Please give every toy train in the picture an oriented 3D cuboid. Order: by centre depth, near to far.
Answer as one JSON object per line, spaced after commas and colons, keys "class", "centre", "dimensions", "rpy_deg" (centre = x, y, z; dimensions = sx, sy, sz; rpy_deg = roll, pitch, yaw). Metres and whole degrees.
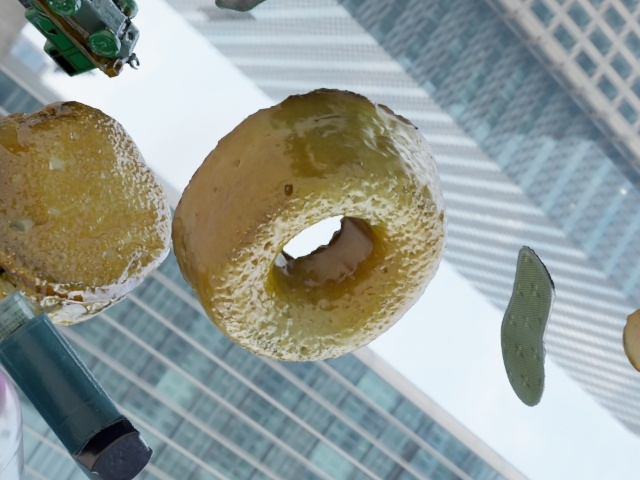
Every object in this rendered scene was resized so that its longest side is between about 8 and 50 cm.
{"class": "toy train", "centre": [-0.332, -0.302, 1.651], "dimensions": [0.136, 0.227, 0.091], "rpy_deg": [-16, -137, 36]}

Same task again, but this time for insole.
{"class": "insole", "centre": [0.266, 0.119, 1.593], "dimensions": [0.007, 0.322, 0.109], "rpy_deg": [-24, -124, -14]}

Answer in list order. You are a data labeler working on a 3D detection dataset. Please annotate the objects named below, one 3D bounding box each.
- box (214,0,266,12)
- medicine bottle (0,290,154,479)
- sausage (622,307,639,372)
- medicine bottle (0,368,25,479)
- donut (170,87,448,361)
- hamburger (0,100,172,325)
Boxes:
{"class": "box", "centre": [0.047, -0.332, 0.981], "dimensions": [0.337, 0.106, 0.264], "rpy_deg": [-27, -151, 10]}
{"class": "medicine bottle", "centre": [-0.307, 0.178, 1.469], "dimensions": [0.079, 0.258, 0.124], "rpy_deg": [-38, -173, -16]}
{"class": "sausage", "centre": [0.419, 0.095, 1.296], "dimensions": [0.071, 0.234, 0.071], "rpy_deg": [6, -83, 54]}
{"class": "medicine bottle", "centre": [-0.430, 0.289, 1.253], "dimensions": [0.256, 0.256, 0.324], "rpy_deg": [-116, -152, -57]}
{"class": "donut", "centre": [-0.001, 0.002, 1.177], "dimensions": [0.277, 0.277, 0.108], "rpy_deg": [-41, -142, 14]}
{"class": "hamburger", "centre": [-0.357, -0.044, 1.647], "dimensions": [0.170, 0.314, 0.290], "rpy_deg": [-34, 175, 42]}
